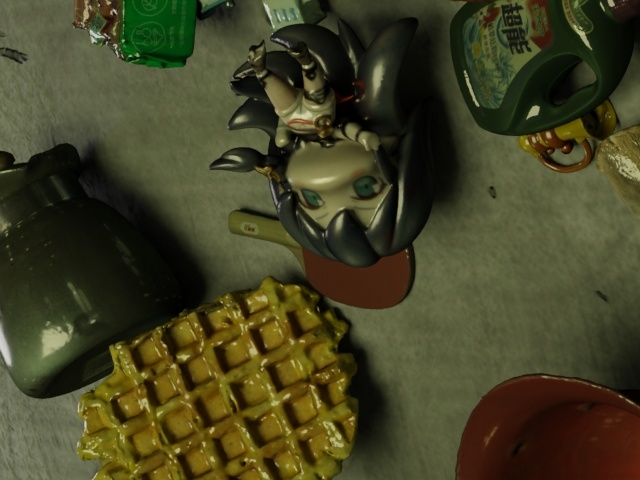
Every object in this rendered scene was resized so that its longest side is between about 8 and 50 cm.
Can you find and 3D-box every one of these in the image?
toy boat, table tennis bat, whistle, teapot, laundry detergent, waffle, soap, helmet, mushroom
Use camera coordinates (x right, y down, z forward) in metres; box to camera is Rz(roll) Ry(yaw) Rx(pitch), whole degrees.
[{"bbox_3d":[-0.049,-0.248,1.959,0.215,0.088,0.102,-5,113,44],"label":"toy boat"},{"bbox_3d":[0.000,0.000,2.105,0.246,0.022,0.138,14,121,36],"label":"table tennis bat"},{"bbox_3d":[0.232,-0.099,1.825,0.109,0.057,0.046,-26,49,56],"label":"whistle"},{"bbox_3d":[-0.302,0.018,2.309,0.223,0.305,0.285,-34,79,12],"label":"teapot"},{"bbox_3d":[0.220,-0.180,1.748,0.222,0.078,0.144,-17,84,45],"label":"laundry detergent"},{"bbox_3d":[-0.111,0.185,2.127,0.312,0.060,0.307,8,80,7],"label":"waffle"},{"bbox_3d":[-0.189,-0.323,1.992,0.218,0.098,0.273,-133,41,-56],"label":"soap"},{"bbox_3d":[0.322,0.274,1.798,0.337,0.230,0.385,-41,74,46],"label":"helmet"},{"bbox_3d":[0.331,-0.022,1.761,0.202,0.054,0.059,46,142,6],"label":"mushroom"}]

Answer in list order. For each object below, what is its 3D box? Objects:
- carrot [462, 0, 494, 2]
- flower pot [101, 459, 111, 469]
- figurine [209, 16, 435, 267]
[{"bbox_3d":[0.095,-0.251,1.831,0.224,0.057,0.057,12,122,59],"label":"carrot"},{"bbox_3d":[-0.130,0.223,2.243,0.179,0.195,0.195,17,124,22],"label":"flower pot"},{"bbox_3d":[0.018,-0.104,1.894,0.175,0.197,0.265,15,125,34],"label":"figurine"}]
